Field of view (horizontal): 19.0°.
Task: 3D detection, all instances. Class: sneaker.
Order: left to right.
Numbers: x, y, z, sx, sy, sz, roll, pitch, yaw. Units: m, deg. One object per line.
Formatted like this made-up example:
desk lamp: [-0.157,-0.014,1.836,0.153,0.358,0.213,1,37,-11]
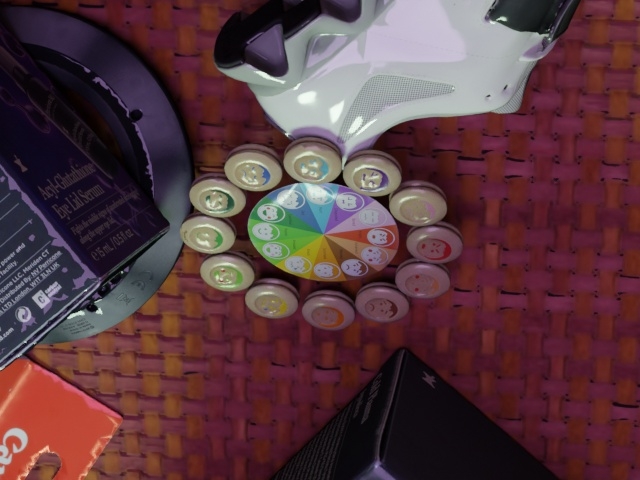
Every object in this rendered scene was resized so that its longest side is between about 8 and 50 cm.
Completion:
sneaker: [0.107,-0.159,1.154,0.330,0.122,0.146,-33,117,21]

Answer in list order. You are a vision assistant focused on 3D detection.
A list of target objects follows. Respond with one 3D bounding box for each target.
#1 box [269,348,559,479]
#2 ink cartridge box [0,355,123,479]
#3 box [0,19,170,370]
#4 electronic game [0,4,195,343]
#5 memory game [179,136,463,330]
box: [0.070,0.312,1.296,0.343,0.179,0.312,40,110,-8]
ink cartridge box: [-0.287,0.139,1.350,0.232,0.066,0.189,34,112,-1]
box: [-0.212,-0.039,1.167,0.108,0.153,0.207,-38,94,17]
electronic game: [-0.195,-0.042,1.268,0.229,0.048,0.229,3,103,11]
memory game: [0.000,0.000,1.229,0.186,0.012,0.186,5,140,4]
